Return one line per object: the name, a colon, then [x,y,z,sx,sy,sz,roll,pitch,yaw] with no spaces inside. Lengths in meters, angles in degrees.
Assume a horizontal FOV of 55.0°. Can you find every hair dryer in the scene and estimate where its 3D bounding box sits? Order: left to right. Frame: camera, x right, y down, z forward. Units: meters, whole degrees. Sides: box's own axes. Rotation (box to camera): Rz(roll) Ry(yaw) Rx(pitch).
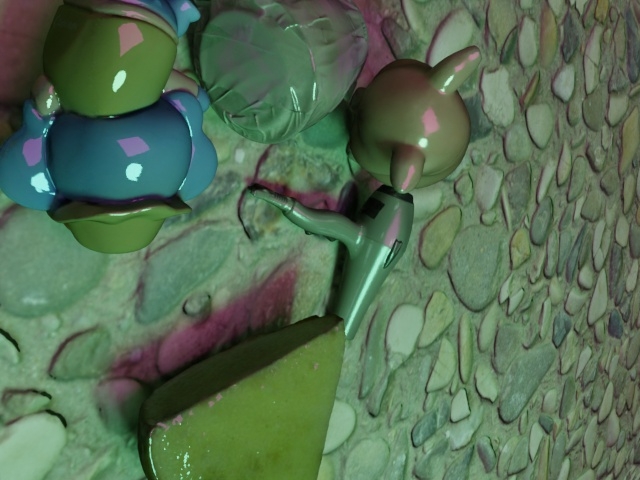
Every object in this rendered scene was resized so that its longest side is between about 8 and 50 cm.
hair dryer: [0.007,0.034,0.853,0.267,0.092,0.229,-2,107,-31]

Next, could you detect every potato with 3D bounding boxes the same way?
potato: [-0.111,0.207,0.731,0.255,0.112,0.270,12,88,-42]

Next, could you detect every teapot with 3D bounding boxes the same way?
teapot: [-0.053,-0.227,0.689,0.178,0.221,0.163,-38,164,-45]

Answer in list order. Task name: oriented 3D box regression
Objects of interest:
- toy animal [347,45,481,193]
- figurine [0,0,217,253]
toy animal: [0.110,-0.137,0.773,0.250,0.153,0.167,-28,125,-85]
figurine: [-0.172,-0.115,0.562,0.262,0.153,0.180,-69,162,10]
